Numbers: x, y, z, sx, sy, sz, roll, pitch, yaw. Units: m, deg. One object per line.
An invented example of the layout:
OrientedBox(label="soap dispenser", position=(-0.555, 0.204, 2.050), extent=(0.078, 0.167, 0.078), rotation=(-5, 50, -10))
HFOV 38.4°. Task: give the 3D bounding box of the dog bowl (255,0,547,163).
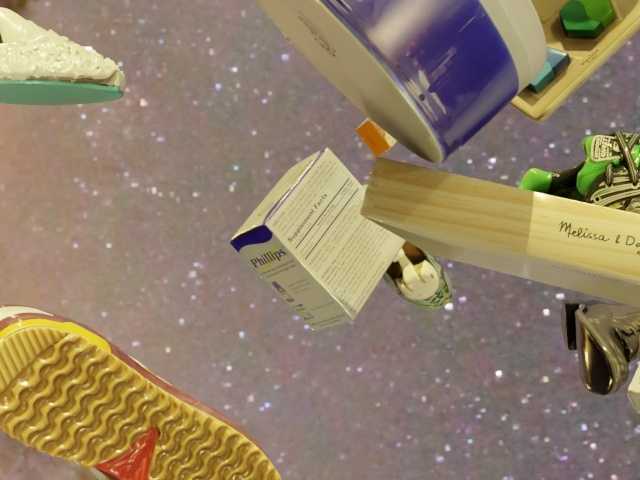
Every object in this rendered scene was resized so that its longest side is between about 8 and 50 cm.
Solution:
OrientedBox(label="dog bowl", position=(0.035, -0.183, 0.679), extent=(0.104, 0.265, 0.265), rotation=(-44, -139, 1))

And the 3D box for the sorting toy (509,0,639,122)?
OrientedBox(label="sorting toy", position=(0.325, -0.316, 1.217), extent=(0.307, 0.041, 0.229), rotation=(-44, -131, 0))

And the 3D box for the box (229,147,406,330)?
OrientedBox(label="box", position=(0.000, 0.000, 0.955), extent=(0.137, 0.126, 0.072), rotation=(48, -37, -16))

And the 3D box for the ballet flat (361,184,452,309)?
OrientedBox(label="ballet flat", position=(0.090, 0.021, 1.053), extent=(0.188, 0.070, 0.070), rotation=(49, -20, -20))

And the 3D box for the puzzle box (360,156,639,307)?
OrientedBox(label="puzzle box", position=(0.262, 0.021, 0.774), extent=(0.408, 0.272, 0.052), rotation=(14, -93, 19))

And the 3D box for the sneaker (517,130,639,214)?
OrientedBox(label="sneaker", position=(0.338, -0.048, 0.908), extent=(0.343, 0.146, 0.134), rotation=(-24, -147, 45))

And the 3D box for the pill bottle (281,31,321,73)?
OrientedBox(label="pill bottle", position=(-0.004, -0.376, 1.606), extent=(0.112, 0.186, 0.112), rotation=(-40, -159, 19))

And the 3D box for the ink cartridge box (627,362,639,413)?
OrientedBox(label="ink cartridge box", position=(0.599, 0.184, 1.386), extent=(0.224, 0.181, 0.056), rotation=(-11, -60, 46))

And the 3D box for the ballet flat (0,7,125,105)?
OrientedBox(label="ballet flat", position=(-0.464, -0.243, 1.211), extent=(0.147, 0.408, 0.147), rotation=(174, -90, -72))

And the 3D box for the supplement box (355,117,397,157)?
OrientedBox(label="supplement box", position=(0.108, -0.192, 1.586), extent=(0.036, 0.098, 0.062), rotation=(-35, -81, 36))

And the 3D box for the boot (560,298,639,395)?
OrientedBox(label="boot", position=(0.449, 0.118, 1.218), extent=(0.263, 0.229, 0.091), rotation=(-75, 159, -73))

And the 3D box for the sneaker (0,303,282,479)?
OrientedBox(label="sneaker", position=(-0.090, 0.093, 0.454), extent=(0.185, 0.069, 0.084), rotation=(47, -11, -27))
